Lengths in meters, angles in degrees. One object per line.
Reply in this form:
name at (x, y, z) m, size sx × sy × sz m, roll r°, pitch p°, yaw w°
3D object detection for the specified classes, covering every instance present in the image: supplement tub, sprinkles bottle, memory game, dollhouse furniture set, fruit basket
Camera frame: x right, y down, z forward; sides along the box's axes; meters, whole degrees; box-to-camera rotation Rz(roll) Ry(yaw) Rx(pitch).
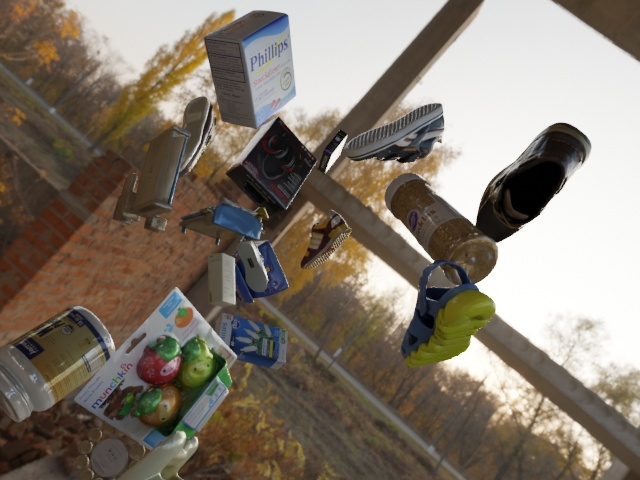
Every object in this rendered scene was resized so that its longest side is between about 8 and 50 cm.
supplement tub at (-0.826, 0.370, 1.482) m, size 0.228 × 0.316 × 0.228 m, roll 20°, pitch -52°, yaw 28°
sprinkles bottle at (0.262, -0.039, 1.109) m, size 0.121 × 0.121 × 0.355 m, roll 45°, pitch 9°, yaw -31°
memory game at (-0.571, 0.589, 1.317) m, size 0.186 × 0.186 × 0.012 m, roll 40°, pitch -14°, yaw 6°
dollhouse furniture set at (-0.320, -0.115, 1.264) m, size 0.303 × 0.198 × 0.286 m, roll 23°, pitch -21°, yaw -38°
fruit basket at (-0.376, 0.342, 1.214) m, size 0.165 × 0.327 × 0.353 m, roll 22°, pitch -31°, yaw 30°

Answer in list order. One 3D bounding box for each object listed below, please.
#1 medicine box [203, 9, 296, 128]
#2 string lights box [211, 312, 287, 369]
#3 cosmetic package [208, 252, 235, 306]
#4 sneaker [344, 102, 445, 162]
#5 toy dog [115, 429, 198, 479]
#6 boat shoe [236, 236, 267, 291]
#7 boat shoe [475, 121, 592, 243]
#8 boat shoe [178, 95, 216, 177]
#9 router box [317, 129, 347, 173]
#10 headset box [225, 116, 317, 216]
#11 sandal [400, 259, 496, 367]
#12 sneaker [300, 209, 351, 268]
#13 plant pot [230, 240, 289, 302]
medicine box at (-0.217, -0.561, 1.585) m, size 0.149 × 0.263 × 0.289 m, roll 18°, pitch -43°, yaw 23°
string lights box at (-0.254, 0.367, 1.754) m, size 0.259 × 0.077 × 0.133 m, roll 20°, pitch 46°, yaw -22°
cosmetic package at (-0.230, 0.092, 1.129) m, size 0.041 × 0.115 × 0.060 m, roll -10°, pitch -21°, yaw 19°
sneaker at (0.223, -0.269, 1.363) m, size 0.126 × 0.321 × 0.128 m, roll 38°, pitch -29°, yaw 58°
toy dog at (-0.269, 0.640, 0.940) m, size 0.408 × 0.395 × 0.285 m, roll 46°, pitch -30°, yaw 15°
boat shoe at (-0.232, 0.080, 1.706) m, size 0.070 × 0.077 × 0.219 m, roll -83°, pitch 163°, yaw -59°
boat shoe at (0.421, -0.098, 1.046) m, size 0.132 × 0.130 × 0.355 m, roll 39°, pitch -33°, yaw 15°
boat shoe at (-0.422, -0.335, 1.621) m, size 0.116 × 0.325 × 0.097 m, roll -5°, pitch -33°, yaw 19°
router box at (0.052, -0.393, 2.159) m, size 0.046 × 0.133 × 0.179 m, roll 35°, pitch -22°, yaw 4°
headset box at (-0.169, -0.243, 1.669) m, size 0.110 × 0.293 × 0.218 m, roll -16°, pitch -55°, yaw 47°
sandal at (0.231, 0.148, 0.948) m, size 0.317 × 0.126 × 0.138 m, roll 107°, pitch -30°, yaw -52°
sneaker at (0.000, 0.000, 1.299) m, size 0.084 × 0.185 × 0.069 m, roll 55°, pitch 27°, yaw 19°
plant pot at (-0.312, 0.147, 2.136) m, size 0.236 × 0.212 × 0.236 m, roll -6°, pitch -71°, yaw 61°
